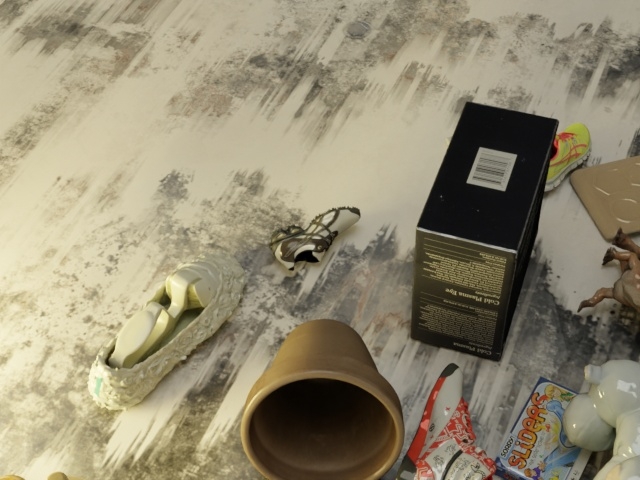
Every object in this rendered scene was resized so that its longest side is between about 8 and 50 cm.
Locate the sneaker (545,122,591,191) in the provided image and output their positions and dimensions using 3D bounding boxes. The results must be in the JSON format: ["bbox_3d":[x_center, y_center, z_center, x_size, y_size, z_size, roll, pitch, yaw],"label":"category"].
[{"bbox_3d":[0.501,-0.194,2.161,0.081,0.094,0.208,9,44,41],"label":"sneaker"}]

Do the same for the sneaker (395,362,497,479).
[{"bbox_3d":[0.232,0.337,1.722,0.145,0.090,0.270,18,51,16],"label":"sneaker"}]

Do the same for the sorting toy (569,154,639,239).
[{"bbox_3d":[0.644,-0.092,2.119,0.208,0.038,0.193,-16,49,-5],"label":"sorting toy"}]

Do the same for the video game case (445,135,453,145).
[{"bbox_3d":[0.371,-0.193,2.230,0.157,0.019,0.143,-17,50,-13],"label":"video game case"}]

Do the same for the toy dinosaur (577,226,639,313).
[{"bbox_3d":[0.612,0.086,1.910,0.200,0.127,0.295,27,42,15],"label":"toy dinosaur"}]

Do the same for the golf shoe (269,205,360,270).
[{"bbox_3d":[0.000,0.000,2.054,0.198,0.077,0.094,-23,66,-11],"label":"golf shoe"}]

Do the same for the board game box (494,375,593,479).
[{"bbox_3d":[0.393,0.338,1.748,0.136,0.035,0.201,22,53,21],"label":"board game box"}]

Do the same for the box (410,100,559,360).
[{"bbox_3d":[0.296,-0.017,1.884,0.179,0.312,0.343,14,50,15],"label":"box"}]

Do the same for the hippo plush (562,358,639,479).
[{"bbox_3d":[0.473,0.300,1.597,0.234,0.294,0.236,0,46,-39],"label":"hippo plush"}]

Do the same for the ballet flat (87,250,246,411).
[{"bbox_3d":[-0.272,0.141,1.896,0.147,0.147,0.409,23,53,22],"label":"ballet flat"}]

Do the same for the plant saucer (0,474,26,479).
[{"bbox_3d":[-0.530,0.428,1.732,0.083,0.015,0.083,-1,49,2],"label":"plant saucer"}]

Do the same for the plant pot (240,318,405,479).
[{"bbox_3d":[0.002,0.255,1.729,0.263,0.263,0.229,-3,31,1],"label":"plant pot"}]

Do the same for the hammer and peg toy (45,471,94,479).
[{"bbox_3d":[-0.396,0.494,1.594,0.361,0.127,0.266,7,51,9],"label":"hammer and peg toy"}]
